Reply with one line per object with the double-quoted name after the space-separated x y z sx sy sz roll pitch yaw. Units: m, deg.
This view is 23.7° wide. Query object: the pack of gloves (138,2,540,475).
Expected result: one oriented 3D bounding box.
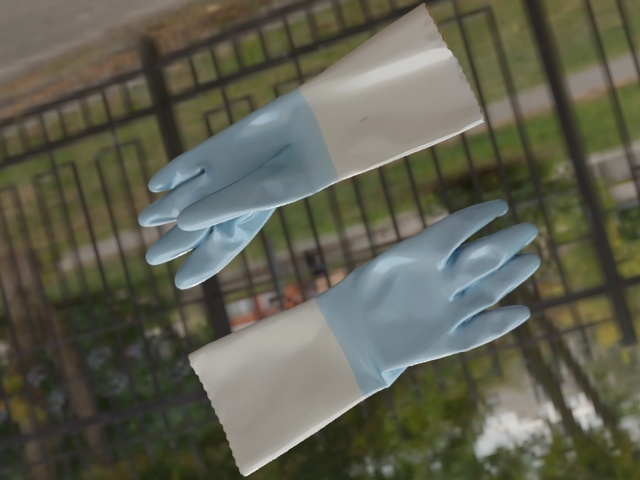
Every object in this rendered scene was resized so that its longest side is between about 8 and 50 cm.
0.000 0.000 0.883 0.232 0.195 0.046 -30 164 19 "pack of gloves"
